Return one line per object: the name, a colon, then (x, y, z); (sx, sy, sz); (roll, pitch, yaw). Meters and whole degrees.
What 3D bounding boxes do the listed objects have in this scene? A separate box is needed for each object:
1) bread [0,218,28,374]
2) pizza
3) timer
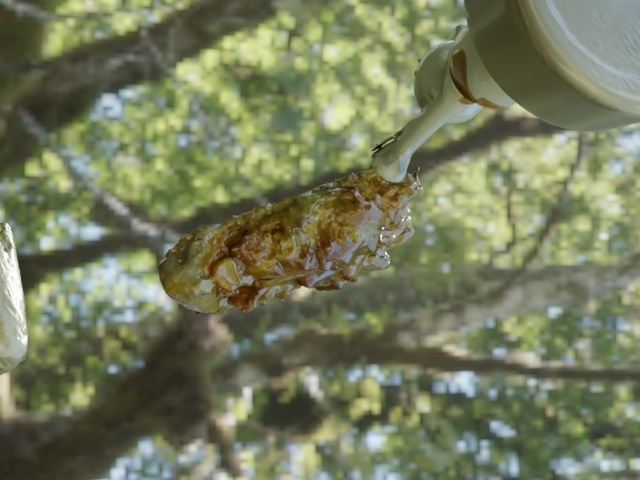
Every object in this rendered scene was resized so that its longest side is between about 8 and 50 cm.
bread: (-0.231, 0.042, 1.050); (0.125, 0.082, 0.106); (-31, -127, 31)
pizza: (0.000, 0.000, 1.639); (0.226, 0.335, 0.086); (-27, -99, 39)
timer: (0.131, -0.128, 1.197); (0.266, 0.175, 0.175); (-29, -116, 60)
